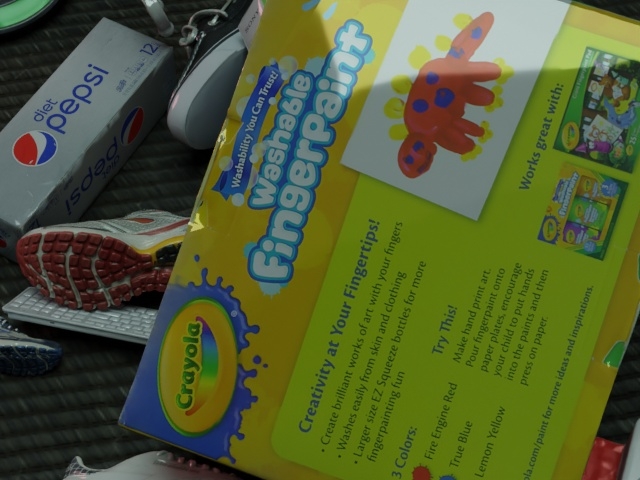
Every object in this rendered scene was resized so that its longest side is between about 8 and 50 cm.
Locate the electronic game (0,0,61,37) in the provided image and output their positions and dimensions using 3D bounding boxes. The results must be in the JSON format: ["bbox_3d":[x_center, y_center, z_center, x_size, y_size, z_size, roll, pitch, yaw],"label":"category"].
[{"bbox_3d":[-0.415,-0.351,1.510,0.229,0.048,0.229,3,73,-8],"label":"electronic game"}]

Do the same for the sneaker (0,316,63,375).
[{"bbox_3d":[-0.323,0.097,1.237,0.135,0.052,0.058,5,51,3],"label":"sneaker"}]

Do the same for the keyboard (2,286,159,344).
[{"bbox_3d":[-0.187,0.082,1.247,0.255,0.014,0.072,10,23,7],"label":"keyboard"}]

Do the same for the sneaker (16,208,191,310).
[{"bbox_3d":[-0.197,0.015,1.270,0.225,0.088,0.093,2,26,-14],"label":"sneaker"}]

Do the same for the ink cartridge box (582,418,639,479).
[{"bbox_3d":[0.247,0.295,1.086,0.261,0.066,0.296,17,57,11],"label":"ink cartridge box"}]

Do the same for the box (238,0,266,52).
[{"bbox_3d":[0.064,-0.118,1.310,0.232,0.058,0.322,5,50,-36],"label":"box"}]

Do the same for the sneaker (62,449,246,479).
[{"bbox_3d":[-0.124,0.235,1.124,0.235,0.090,0.095,0,46,-1],"label":"sneaker"}]

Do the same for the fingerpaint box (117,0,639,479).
[{"bbox_3d":[0.084,0.004,1.054,0.371,0.163,0.445,18,88,7],"label":"fingerpaint box"}]

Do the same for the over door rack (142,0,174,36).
[{"bbox_3d":[-0.129,-0.380,1.448,0.239,0.108,0.324,-29,47,-1],"label":"over door rack"}]

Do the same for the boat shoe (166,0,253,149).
[{"bbox_3d":[-0.105,-0.222,1.416,0.104,0.113,0.306,19,55,21],"label":"boat shoe"}]

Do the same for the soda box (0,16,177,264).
[{"bbox_3d":[-0.273,-0.109,1.351,0.098,0.091,0.286,25,60,15],"label":"soda box"}]
